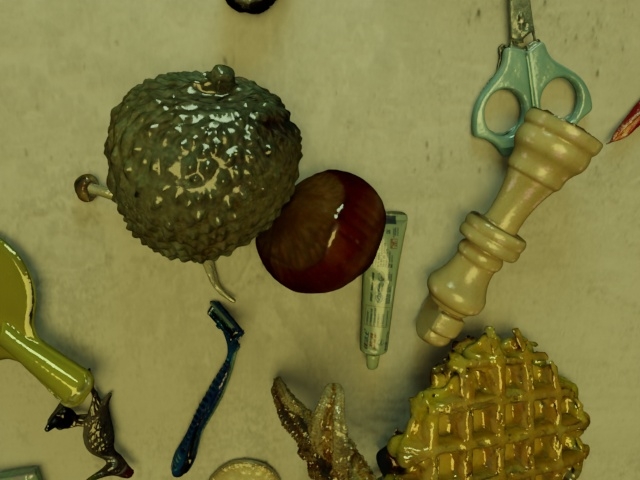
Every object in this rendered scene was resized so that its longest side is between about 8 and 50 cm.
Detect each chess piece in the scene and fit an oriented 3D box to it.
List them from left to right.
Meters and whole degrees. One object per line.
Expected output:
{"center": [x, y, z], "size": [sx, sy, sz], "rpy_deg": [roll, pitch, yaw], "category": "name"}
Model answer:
{"center": [0.264, -0.003, 0.808], "size": [0.117, 0.117, 0.397], "rpy_deg": [27, 107, -9], "category": "chess piece"}

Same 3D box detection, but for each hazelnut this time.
{"center": [-0.005, -0.007, 0.786], "size": [0.201, 0.160, 0.170], "rpy_deg": [-24, 92, 40], "category": "hazelnut"}

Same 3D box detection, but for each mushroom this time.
{"center": [-0.243, -0.012, 0.818], "size": [0.306, 0.043, 0.068], "rpy_deg": [35, 116, -12], "category": "mushroom"}

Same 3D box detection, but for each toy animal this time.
{"center": [-0.376, 0.322, 0.872], "size": [0.105, 0.070, 0.203], "rpy_deg": [-31, 100, -16], "category": "toy animal"}

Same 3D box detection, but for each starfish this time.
{"center": [0.024, 0.346, 0.796], "size": [0.113, 0.303, 0.312], "rpy_deg": [-21, 81, -24], "category": "starfish"}

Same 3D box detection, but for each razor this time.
{"center": [-0.189, 0.265, 0.880], "size": [0.056, 0.093, 0.324], "rpy_deg": [6, 110, -42], "category": "razor"}

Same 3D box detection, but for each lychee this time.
{"center": [-0.154, -0.101, 0.699], "size": [0.255, 0.255, 0.275], "rpy_deg": [7, 124, -5], "category": "lychee"}

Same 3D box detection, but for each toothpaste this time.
{"center": [0.095, 0.085, 0.857], "size": [0.069, 0.047, 0.269], "rpy_deg": [7, 101, 14], "category": "toothpaste"}

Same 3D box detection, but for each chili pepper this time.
{"center": [0.524, -0.211, 0.825], "size": [0.178, 0.027, 0.045], "rpy_deg": [-44, 98, 6], "category": "chili pepper"}

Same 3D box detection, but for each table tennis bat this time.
{"center": [-0.505, 0.126, 0.811], "size": [0.368, 0.054, 0.224], "rpy_deg": [38, 95, -2], "category": "table tennis bat"}

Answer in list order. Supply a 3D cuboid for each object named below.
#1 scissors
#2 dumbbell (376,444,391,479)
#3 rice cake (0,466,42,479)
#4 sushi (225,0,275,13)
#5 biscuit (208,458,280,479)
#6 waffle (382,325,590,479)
{"center": [0.304, -0.313, 0.784], "size": [0.191, 0.029, 0.361], "rpy_deg": [-13, 104, 1], "category": "scissors"}
{"center": [0.080, 0.452, 0.914], "size": [0.191, 0.100, 0.100], "rpy_deg": [-38, 103, 5], "category": "dumbbell"}
{"center": [-0.593, 0.461, 0.901], "size": [0.236, 0.043, 0.127], "rpy_deg": [-11, 102, -2], "category": "rice cake"}
{"center": [-0.081, -0.390, 0.717], "size": [0.090, 0.078, 0.151], "rpy_deg": [23, 100, -15], "category": "sushi"}
{"center": [-0.139, 0.465, 0.943], "size": [0.151, 0.020, 0.152], "rpy_deg": [-1, 103, -4], "category": "biscuit"}
{"center": [0.288, 0.351, 0.860], "size": [0.379, 0.095, 0.382], "rpy_deg": [42, 77, -17], "category": "waffle"}
